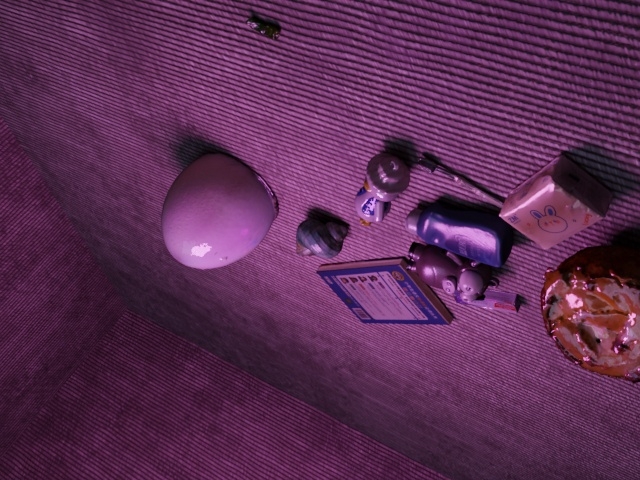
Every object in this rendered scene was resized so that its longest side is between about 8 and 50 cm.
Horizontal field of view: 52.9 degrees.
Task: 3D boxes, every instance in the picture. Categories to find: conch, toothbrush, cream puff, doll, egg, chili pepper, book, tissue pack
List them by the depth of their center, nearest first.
[{"bbox_3d":[0.510,-0.077,1.412,0.148,0.092,0.196,36,152,-3],"label":"tissue pack"},{"bbox_3d":[0.674,0.157,1.448,0.350,0.229,0.350,20,124,32],"label":"cream puff"},{"bbox_3d":[-0.132,-0.502,1.525,0.091,0.034,0.030,29,118,12],"label":"chili pepper"},{"bbox_3d":[0.366,-0.127,1.562,0.294,0.028,0.026,27,152,4],"label":"toothbrush"},{"bbox_3d":[0.152,-0.130,1.689,0.119,0.138,0.293,-3,158,-15],"label":"doll"},{"bbox_3d":[0.365,0.080,1.778,0.257,0.117,0.182,25,144,24],"label":"doll"},{"bbox_3d":[-0.001,-0.002,2.041,0.188,0.122,0.176,8,162,43],"label":"conch"},{"bbox_3d":[-0.366,-0.060,2.112,0.354,0.340,0.354,26,149,17],"label":"egg"},{"bbox_3d":[0.206,0.182,2.178,0.428,0.039,0.300,-8,130,51],"label":"book"}]

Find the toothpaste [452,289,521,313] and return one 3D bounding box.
[{"bbox_3d":[0.480,0.169,1.870,0.196,0.040,0.047,8,143,39],"label":"toothpaste"}]

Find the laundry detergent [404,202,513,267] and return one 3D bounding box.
[{"bbox_3d":[0.345,-0.024,1.664,0.290,0.094,0.143,15,150,32],"label":"laundry detergent"}]
